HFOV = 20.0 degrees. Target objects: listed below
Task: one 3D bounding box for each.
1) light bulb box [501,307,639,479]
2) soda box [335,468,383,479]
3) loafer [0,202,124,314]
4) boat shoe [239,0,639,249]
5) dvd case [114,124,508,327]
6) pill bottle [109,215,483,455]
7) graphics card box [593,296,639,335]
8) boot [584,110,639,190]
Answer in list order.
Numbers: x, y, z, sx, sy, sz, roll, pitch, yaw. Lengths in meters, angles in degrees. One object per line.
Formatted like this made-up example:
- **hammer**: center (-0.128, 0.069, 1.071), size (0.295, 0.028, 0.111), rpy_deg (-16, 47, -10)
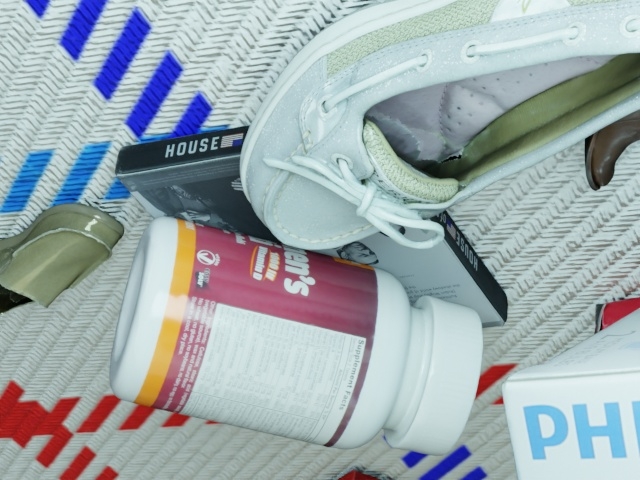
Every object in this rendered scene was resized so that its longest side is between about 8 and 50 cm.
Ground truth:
- **light bulb box**: center (0.299, 0.196, 0.990), size (0.225, 0.361, 0.358), rpy_deg (-7, -174, 34)
- **soda box**: center (-0.008, 0.293, 1.630), size (0.083, 0.092, 0.263), rpy_deg (23, 147, -23)
- **loafer**: center (-0.189, 0.018, 1.253), size (0.056, 0.050, 0.148), rpy_deg (29, 144, -31)
- **boat shoe**: center (0.072, -0.069, 0.972), size (0.320, 0.103, 0.118), rpy_deg (-28, 133, 37)
- **dvd case**: center (0.000, 0.000, 1.199), size (0.179, 0.030, 0.239), rpy_deg (-8, 146, 25)
- **pill bottle**: center (-0.016, 0.066, 1.165), size (0.221, 0.121, 0.121), rpy_deg (14, 149, -12)
- **graphics card box**: center (0.306, 0.223, 1.293), size (0.094, 0.233, 0.371), rpy_deg (-13, 141, 30)
- **boot**: center (0.209, -0.064, 1.040), size (0.114, 0.037, 0.106), rpy_deg (-2, 150, 8)
